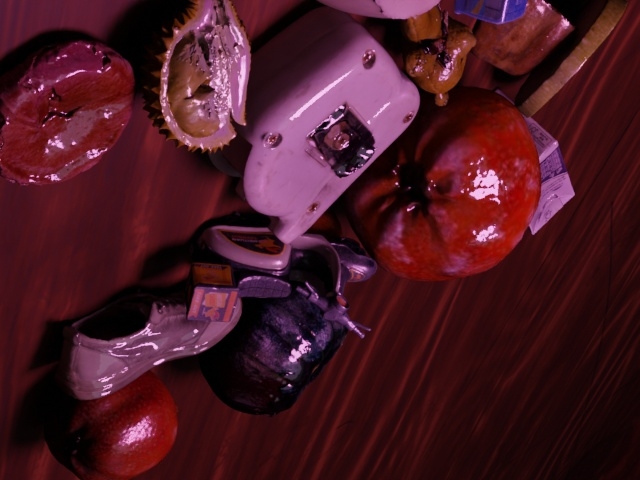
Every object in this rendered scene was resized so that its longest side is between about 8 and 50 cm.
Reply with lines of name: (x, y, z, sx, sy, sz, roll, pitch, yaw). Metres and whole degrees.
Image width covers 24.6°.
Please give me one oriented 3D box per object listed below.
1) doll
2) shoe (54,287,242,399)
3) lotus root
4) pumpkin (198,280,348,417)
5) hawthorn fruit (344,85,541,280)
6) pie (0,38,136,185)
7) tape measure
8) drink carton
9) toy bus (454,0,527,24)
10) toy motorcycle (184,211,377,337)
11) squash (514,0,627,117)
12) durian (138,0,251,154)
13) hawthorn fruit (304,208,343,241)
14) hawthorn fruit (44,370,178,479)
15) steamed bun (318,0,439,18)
doll: (0.142, -0.261, 1.826, 0.097, 0.137, 0.209, -3, 160, 10)
shoe: (-0.220, 0.109, 1.903, 0.275, 0.103, 0.098, -27, 135, -35)
lotus root: (0.291, -0.289, 2.039, 0.159, 0.095, 0.135, 3, 132, -49)
pumpkin: (-0.067, 0.141, 2.067, 0.233, 0.163, 0.233, -49, 173, -8)
hawthorn fruit: (0.170, -0.076, 2.015, 0.284, 0.284, 0.284, -33, 152, -20)
pie: (-0.272, -0.133, 1.525, 0.182, 0.049, 0.182, -28, 148, -19)
tape measure: (-0.013, -0.140, 1.792, 0.258, 0.130, 0.265, -43, 154, 4)
drink carton: (0.299, -0.116, 2.251, 0.102, 0.134, 0.222, -44, 154, -3)
toy bus: (0.221, -0.380, 1.755, 0.079, 0.094, 0.236, -37, 143, -53)
toy motorcycle: (-0.047, 0.045, 1.927, 0.263, 0.157, 0.091, 5, 132, -15)
squash: (0.357, -0.264, 2.099, 0.219, 0.041, 0.219, -52, -175, 6)
durian: (-0.140, -0.200, 1.575, 0.146, 0.102, 0.208, -6, 112, -54)
hawthorn fruit: (0.000, 0.000, 2.048, 0.081, 0.093, 0.081, -34, 155, -18)
hawthorn fruit: (-0.270, 0.236, 1.958, 0.188, 0.169, 0.169, -23, 147, -48)
steamed bun: (0.067, -0.381, 1.450, 0.324, 0.206, 0.324, -43, 159, -21)
